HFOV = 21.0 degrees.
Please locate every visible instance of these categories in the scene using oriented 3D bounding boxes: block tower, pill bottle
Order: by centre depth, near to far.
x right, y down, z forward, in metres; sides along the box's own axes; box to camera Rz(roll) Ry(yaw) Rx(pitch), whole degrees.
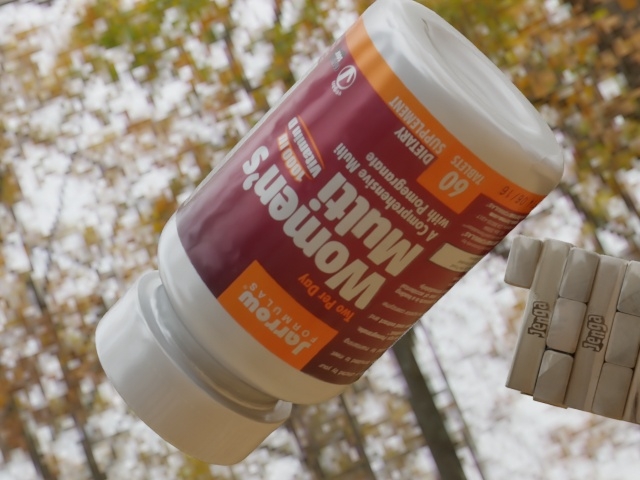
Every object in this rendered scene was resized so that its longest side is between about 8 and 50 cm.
[{"bbox_3d":[0.000,0.000,0.825,0.221,0.121,0.121,-46,-27,18],"label":"pill bottle"},{"bbox_3d":[0.265,0.078,0.943,0.336,0.097,0.091,14,-3,23],"label":"block tower"}]
